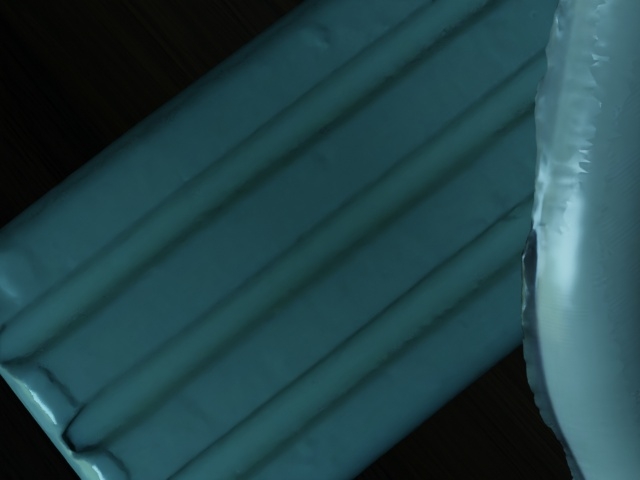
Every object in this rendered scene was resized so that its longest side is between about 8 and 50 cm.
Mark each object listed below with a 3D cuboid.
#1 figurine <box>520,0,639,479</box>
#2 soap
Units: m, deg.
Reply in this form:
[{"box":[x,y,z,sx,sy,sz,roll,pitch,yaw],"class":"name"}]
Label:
[{"box":[0.147,-0.009,0.436,0.141,0.166,0.250,17,137,34],"class":"figurine"},{"box":[0.000,0.000,0.717,0.160,0.265,0.087,52,172,-3],"class":"soap"}]
